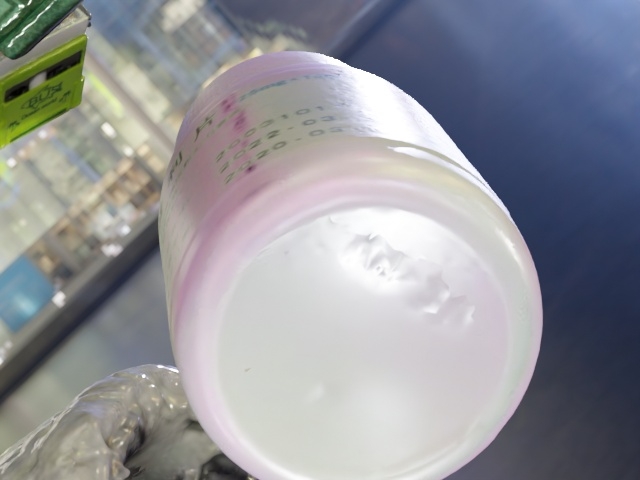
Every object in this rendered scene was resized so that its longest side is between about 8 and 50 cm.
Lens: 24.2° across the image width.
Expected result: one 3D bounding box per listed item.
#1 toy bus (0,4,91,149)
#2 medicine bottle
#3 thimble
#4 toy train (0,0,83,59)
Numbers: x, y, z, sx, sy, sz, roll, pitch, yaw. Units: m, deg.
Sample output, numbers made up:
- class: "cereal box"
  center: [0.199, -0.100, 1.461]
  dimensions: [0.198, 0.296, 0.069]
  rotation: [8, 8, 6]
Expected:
- class: "toy bus"
  center: [-0.304, -0.211, 1.122]
  dimensions: [0.113, 0.301, 0.139]
  rotation: [-37, -18, -36]
- class: "medicine bottle"
  center: [0.000, 0.000, 0.686]
  dimensions: [0.152, 0.152, 0.254]
  rotation: [-42, 20, 6]
- class: "thimble"
  center: [-0.111, 0.200, 0.887]
  dimensions: [0.157, 0.217, 0.245]
  rotation: [-36, 22, 22]
- class: "toy train"
  center: [-0.164, -0.260, 0.929]
  dimensions: [0.330, 0.178, 0.138]
  rotation: [-34, 29, 32]
